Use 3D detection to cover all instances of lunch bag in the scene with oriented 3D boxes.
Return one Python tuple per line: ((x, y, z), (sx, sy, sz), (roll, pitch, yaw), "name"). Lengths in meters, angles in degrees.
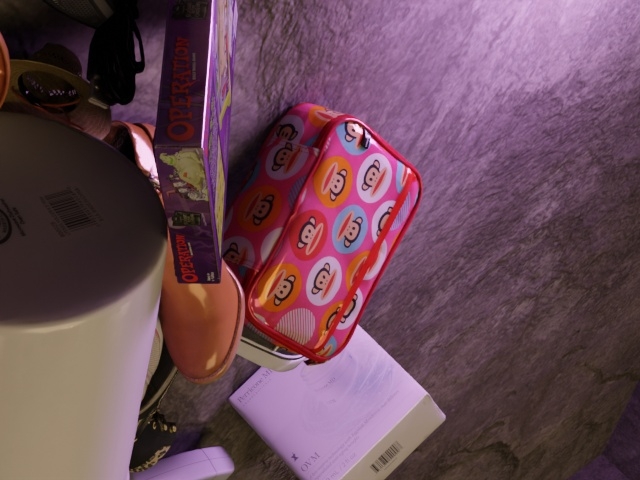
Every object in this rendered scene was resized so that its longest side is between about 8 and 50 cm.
((0.000, 0.000, 1.826), (0.258, 0.120, 0.293), (37, 78, -48), "lunch bag")

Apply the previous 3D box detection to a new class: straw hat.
((-0.259, -0.155, 1.398), (0.144, 0.144, 0.061), (77, 22, -59), "straw hat")

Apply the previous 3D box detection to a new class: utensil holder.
((-0.326, 0.116, 1.399), (0.327, 0.327, 0.385), (-24, 143, -37), "utensil holder")

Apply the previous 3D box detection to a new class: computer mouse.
((-0.227, -0.251, 1.263), (0.272, 0.072, 0.188), (60, 31, -62), "computer mouse")

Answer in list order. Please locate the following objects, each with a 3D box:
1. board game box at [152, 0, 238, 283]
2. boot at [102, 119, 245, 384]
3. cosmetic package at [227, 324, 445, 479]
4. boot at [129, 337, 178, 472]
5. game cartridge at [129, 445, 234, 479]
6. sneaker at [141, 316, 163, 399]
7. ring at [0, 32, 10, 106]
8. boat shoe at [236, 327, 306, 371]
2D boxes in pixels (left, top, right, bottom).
((-0.112, -0.158, 1.362), (0.056, 0.347, 0.208), (3, 144, -2), "board game box")
((-0.169, 0.012, 1.578), (0.220, 0.109, 0.283), (20, 72, -68), "boot")
((0.024, 0.254, 2.193), (0.224, 0.225, 0.138), (-44, 151, -5), "cosmetic package")
((-0.240, 0.224, 1.938), (0.236, 0.085, 0.178), (-50, 157, 9), "boot")
((-0.267, 0.391, 2.115), (0.297, 0.062, 0.198), (-12, 154, -48), "game cartridge")
((-0.259, 0.199, 1.775), (0.103, 0.111, 0.252), (21, 98, -24), "sneaker")
((-0.400, -0.122, 1.072), (0.336, 0.032, 0.336), (-4, 153, -2), "ring")
((-0.078, 0.092, 1.951), (0.105, 0.113, 0.306), (-38, 146, 15), "boat shoe")
